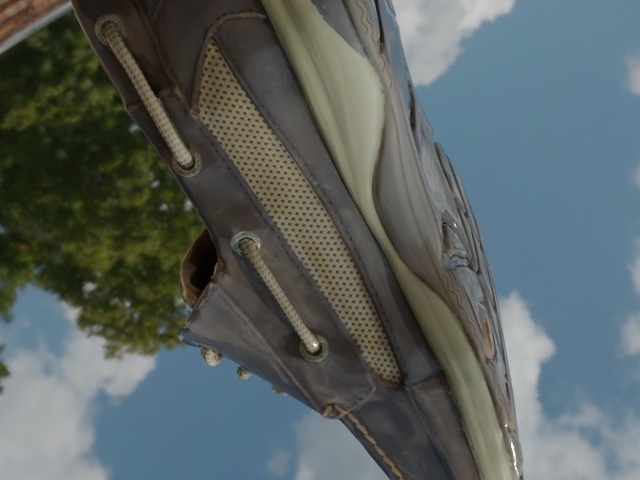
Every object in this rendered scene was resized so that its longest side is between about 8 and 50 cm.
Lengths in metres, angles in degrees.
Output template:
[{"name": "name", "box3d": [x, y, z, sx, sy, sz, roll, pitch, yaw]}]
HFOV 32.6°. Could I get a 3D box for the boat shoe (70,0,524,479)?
[{"name": "boat shoe", "box3d": [0.000, 0.000, 0.499, 0.130, 0.356, 0.132, -16, -156, 14]}]
